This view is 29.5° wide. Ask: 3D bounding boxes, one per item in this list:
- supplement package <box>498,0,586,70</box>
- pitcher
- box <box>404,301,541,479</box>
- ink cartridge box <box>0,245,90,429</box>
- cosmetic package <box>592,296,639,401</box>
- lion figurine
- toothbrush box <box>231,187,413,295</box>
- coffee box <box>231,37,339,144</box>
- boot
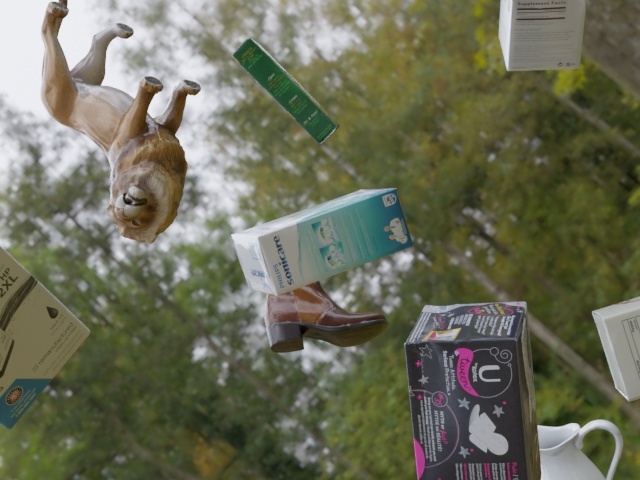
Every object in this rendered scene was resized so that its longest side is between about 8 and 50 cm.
[{"bbox_3d":[0.396,-0.442,2.158,0.139,0.134,0.244,-91,-1,-53],"label":"supplement package"},{"bbox_3d":[0.429,0.395,1.984,0.178,0.207,0.125,-17,12,30],"label":"pitcher"},{"bbox_3d":[0.199,0.216,1.528,0.163,0.142,0.247,-46,-49,-70],"label":"box"},{"bbox_3d":[-0.564,0.136,2.014,0.223,0.129,0.307,-51,-42,-15],"label":"ink cartridge box"},{"bbox_3d":[0.627,0.150,2.040,0.296,0.153,0.129,-16,2,4],"label":"cosmetic package"},{"bbox_3d":[-0.330,-0.192,1.880,0.142,0.392,0.240,-8,-46,-48],"label":"lion figurine"},{"bbox_3d":[0.000,0.000,2.385,0.296,0.126,0.216,-21,7,-15],"label":"toothbrush box"},{"bbox_3d":[-0.049,-0.220,1.798,0.040,0.184,0.113,-45,3,7],"label":"coffee box"},{"bbox_3d":[-0.001,0.094,2.620,0.264,0.280,0.096,-10,-29,3],"label":"boot"}]
